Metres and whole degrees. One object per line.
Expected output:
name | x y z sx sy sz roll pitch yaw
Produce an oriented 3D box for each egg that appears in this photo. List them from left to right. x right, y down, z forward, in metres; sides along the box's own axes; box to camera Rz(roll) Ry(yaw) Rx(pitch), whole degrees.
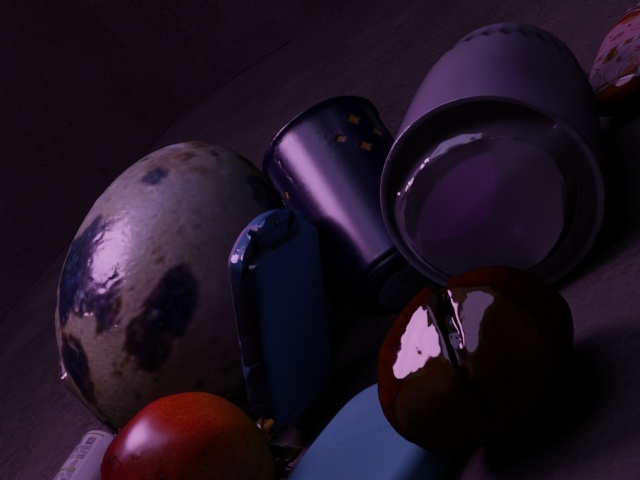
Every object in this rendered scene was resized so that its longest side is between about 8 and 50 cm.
egg | -0.187 0.073 1.937 0.345 0.345 0.427 0 74 67

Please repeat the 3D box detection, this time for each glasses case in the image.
glasses case | 0.430 -0.258 1.909 0.103 0.067 0.266 -28 21 37

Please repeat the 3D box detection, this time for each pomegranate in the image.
pomegranate | -0.143 0.276 1.642 0.235 0.210 0.210 -19 5 -26

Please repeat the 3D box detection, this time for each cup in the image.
cup | 0.092 -0.048 1.866 0.255 0.256 0.178 -13 -34 -32
cup | 0.219 -0.119 1.710 0.253 0.253 0.371 -35 16 25

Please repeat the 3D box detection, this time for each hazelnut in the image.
hazelnut | 0.151 0.110 1.395 0.212 0.181 0.181 -29 45 14

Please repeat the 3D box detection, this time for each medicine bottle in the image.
medicine bottle | -0.363 0.377 2.097 0.086 0.086 0.183 -27 21 42

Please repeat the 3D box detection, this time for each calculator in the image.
calculator | -0.046 0.103 1.769 0.051 0.293 0.173 4 21 29
calculator | 0.042 0.259 1.514 0.256 0.054 0.386 -27 18 44

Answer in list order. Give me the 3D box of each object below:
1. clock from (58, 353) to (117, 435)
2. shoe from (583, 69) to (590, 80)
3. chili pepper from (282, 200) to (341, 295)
clock | -0.315 0.237 2.157 0.071 0.192 0.147 -42 15 0
shoe | 0.273 -0.187 1.973 0.245 0.137 0.095 -47 12 -16
chili pepper | 0.000 0.000 2.096 0.261 0.174 0.165 -37 44 8
